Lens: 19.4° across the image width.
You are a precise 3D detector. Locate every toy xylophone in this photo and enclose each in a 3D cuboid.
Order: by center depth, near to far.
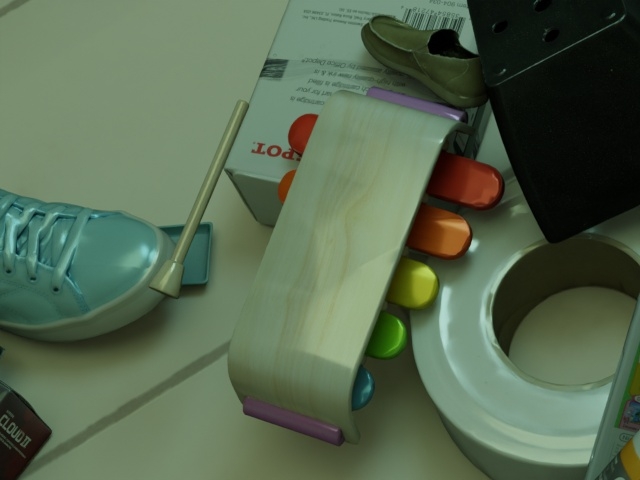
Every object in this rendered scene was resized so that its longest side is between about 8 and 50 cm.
[{"bbox_3d":[0.000,0.000,1.612,0.236,0.081,0.323,26,82,23],"label":"toy xylophone"}]

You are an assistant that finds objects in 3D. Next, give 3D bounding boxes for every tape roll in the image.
[{"bbox_3d":[0.225,0.081,1.615,0.286,0.100,0.286,-7,60,12],"label":"tape roll"}]

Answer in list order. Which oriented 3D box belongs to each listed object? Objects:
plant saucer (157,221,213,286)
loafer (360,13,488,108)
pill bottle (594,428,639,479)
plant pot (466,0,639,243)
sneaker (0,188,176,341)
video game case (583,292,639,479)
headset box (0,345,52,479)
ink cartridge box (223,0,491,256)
[{"bbox_3d":[-0.196,0.022,1.814,0.192,0.018,0.067,-4,61,13],"label":"plant saucer"},{"bbox_3d":[0.097,-0.169,1.663,0.148,0.050,0.056,35,36,32],"label":"loafer"},{"bbox_3d":[0.225,0.286,1.425,0.278,0.162,0.162,-52,59,15],"label":"pill bottle"},{"bbox_3d":[0.221,-0.145,1.564,0.188,0.167,0.187,-27,42,20],"label":"plant pot"},{"bbox_3d":[-0.315,0.005,1.759,0.366,0.150,0.135,1,65,24],"label":"sneaker"},{"bbox_3d":[0.329,0.157,1.490,0.212,0.023,0.193,15,100,-2],"label":"video game case"},{"bbox_3d":[-0.410,0.195,1.725,0.218,0.110,0.293,30,74,27],"label":"headset box"},{"bbox_3d":[0.053,-0.139,1.772,0.198,0.115,0.273,11,66,21],"label":"ink cartridge box"}]
